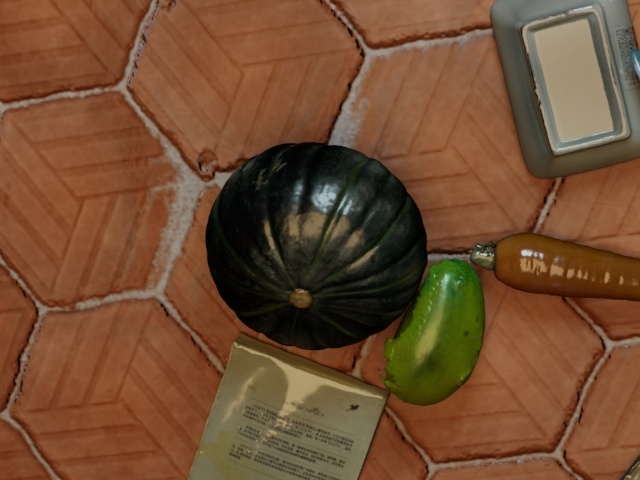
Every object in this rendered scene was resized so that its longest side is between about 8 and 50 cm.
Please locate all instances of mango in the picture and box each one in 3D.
[{"bbox_3d":[0.135,0.106,1.695,0.100,0.119,0.178,22,105,15],"label":"mango"}]

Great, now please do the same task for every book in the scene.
[{"bbox_3d":[-0.055,0.279,1.804,0.201,0.026,0.289,21,103,4],"label":"book"}]

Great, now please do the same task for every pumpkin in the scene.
[{"bbox_3d":[0.000,0.000,1.660,0.250,0.216,0.250,18,130,23],"label":"pumpkin"}]

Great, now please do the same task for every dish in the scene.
[{"bbox_3d":[0.279,-0.177,1.643,0.151,0.077,0.212,-13,98,11],"label":"dish"}]

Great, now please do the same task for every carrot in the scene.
[{"bbox_3d":[0.333,0.039,1.685,0.336,0.069,0.069,8,102,4],"label":"carrot"}]

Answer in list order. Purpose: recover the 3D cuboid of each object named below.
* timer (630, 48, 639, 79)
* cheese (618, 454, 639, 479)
[{"bbox_3d":[0.452,-0.105,1.584,0.175,0.175,0.255,-14,102,11],"label":"timer"},{"bbox_3d":[0.408,0.258,1.728,0.085,0.034,0.400,35,103,5],"label":"cheese"}]
